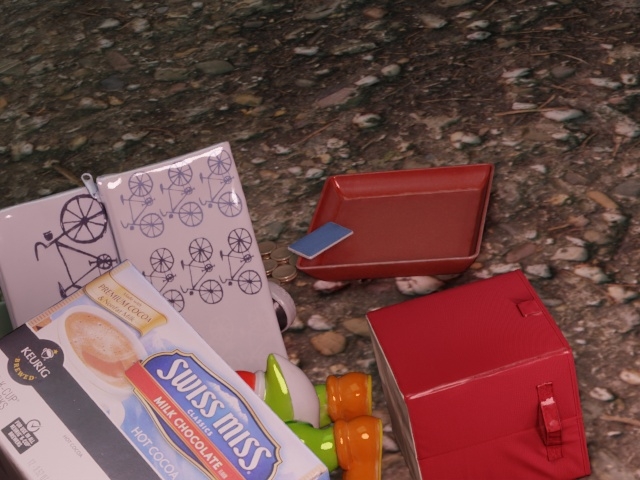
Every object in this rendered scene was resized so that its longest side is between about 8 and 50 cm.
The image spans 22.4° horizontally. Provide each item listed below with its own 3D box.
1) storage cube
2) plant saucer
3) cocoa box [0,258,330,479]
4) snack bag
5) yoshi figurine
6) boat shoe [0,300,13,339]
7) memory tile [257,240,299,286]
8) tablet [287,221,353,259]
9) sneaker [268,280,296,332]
[{"bbox_3d":[0.178,0.173,1.842,0.193,0.183,0.215,-16,31,-4],"label":"storage cube"},{"bbox_3d":[0.115,-0.020,2.321,0.259,0.047,0.258,-5,32,15],"label":"plant saucer"},{"bbox_3d":[-0.170,0.238,1.613,0.228,0.231,0.347,-34,55,-19],"label":"cocoa box"},{"bbox_3d":[-0.238,0.067,2.046,0.343,0.323,0.037,-14,12,-2],"label":"snack bag"},{"bbox_3d":[-0.114,0.255,1.883,0.362,0.203,0.203,0,70,-4],"label":"yoshi figurine"},{"bbox_3d":[-0.378,0.105,2.283,0.228,0.079,0.081,-11,12,4],"label":"boat shoe"},{"bbox_3d":[-0.090,0.050,2.315,0.113,0.012,0.148,15,41,39],"label":"memory tile"},{"bbox_3d":[0.000,0.000,2.278,0.083,0.006,0.054,-31,35,-29],"label":"tablet"},{"bbox_3d":[-0.170,0.127,2.138,0.269,0.101,0.153,-3,32,26],"label":"sneaker"}]
